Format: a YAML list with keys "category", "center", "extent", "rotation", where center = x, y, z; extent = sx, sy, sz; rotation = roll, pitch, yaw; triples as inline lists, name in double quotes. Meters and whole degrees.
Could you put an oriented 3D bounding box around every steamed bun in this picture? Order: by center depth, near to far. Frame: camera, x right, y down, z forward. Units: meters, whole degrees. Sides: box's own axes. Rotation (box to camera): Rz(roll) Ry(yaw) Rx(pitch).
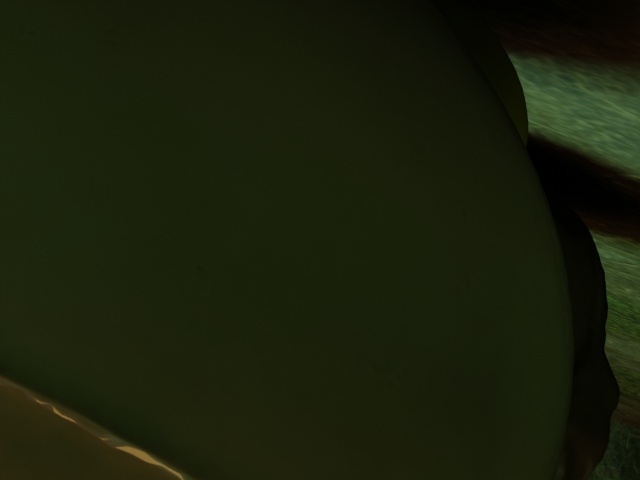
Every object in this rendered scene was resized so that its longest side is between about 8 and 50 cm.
- category: "steamed bun"
  center: [-0.090, 0.016, 0.593]
  extent: [0.334, 0.334, 0.374]
  rotation: [24, 176, -27]

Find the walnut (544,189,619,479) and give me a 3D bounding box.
- category: "walnut"
  center: [0.030, 0.051, 0.973]
  extent: [0.273, 0.227, 0.273]
  rotation: [24, -179, 0]
